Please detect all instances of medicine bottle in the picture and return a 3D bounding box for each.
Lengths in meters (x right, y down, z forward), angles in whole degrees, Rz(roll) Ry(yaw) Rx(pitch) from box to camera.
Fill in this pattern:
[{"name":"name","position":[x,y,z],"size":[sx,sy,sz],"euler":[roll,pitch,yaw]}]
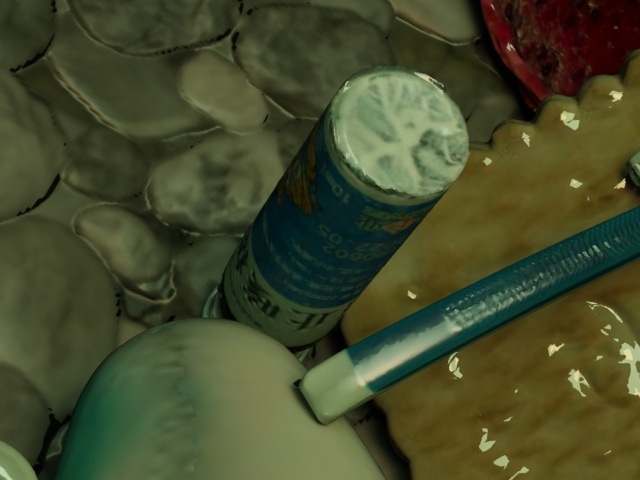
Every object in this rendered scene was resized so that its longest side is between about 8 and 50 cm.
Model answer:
[{"name":"medicine bottle","position":[0.000,0.000,0.710],"size":[0.051,0.191,0.051],"euler":[7,64,-14]}]

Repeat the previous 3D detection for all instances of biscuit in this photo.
[{"name":"biscuit","position":[0.174,0.015,0.758],"size":[0.325,0.044,0.217],"euler":[-30,73,7]}]

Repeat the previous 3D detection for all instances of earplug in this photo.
[{"name":"earplug","position":[-0.014,0.175,0.651],"size":[0.185,0.185,0.324],"euler":[-3,64,-19]}]

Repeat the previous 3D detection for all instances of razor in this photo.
[{"name":"razor","position":[0.076,0.017,0.692],"size":[0.191,0.037,0.068],"euler":[-23,71,-29]}]

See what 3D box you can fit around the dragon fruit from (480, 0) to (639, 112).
[{"name":"dragon fruit","position":[0.174,-0.165,0.880],"size":[0.212,0.134,0.262],"euler":[-1,101,-38]}]

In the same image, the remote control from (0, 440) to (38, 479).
[{"name":"remote control","position":[-0.267,0.107,0.650],"size":[0.335,0.065,0.128],"euler":[11,67,-13]}]
